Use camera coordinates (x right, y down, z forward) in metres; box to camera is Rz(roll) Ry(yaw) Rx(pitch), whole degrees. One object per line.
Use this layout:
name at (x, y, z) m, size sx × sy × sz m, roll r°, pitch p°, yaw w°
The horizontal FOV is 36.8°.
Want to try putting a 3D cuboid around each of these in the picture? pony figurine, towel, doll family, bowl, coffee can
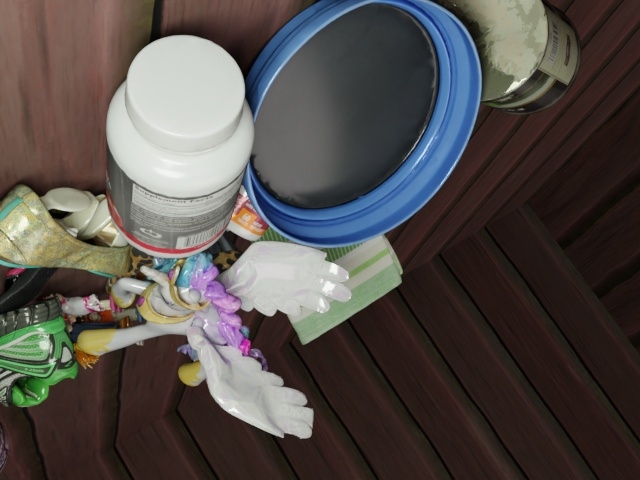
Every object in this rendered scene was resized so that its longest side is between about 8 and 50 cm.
pony figurine at (-0.168, 0.136, 1.494) m, size 0.351 × 0.303 × 0.363 m, roll 23°, pitch 153°, yaw -24°
towel at (0.000, 0.000, 1.819) m, size 0.248 × 0.325 × 0.038 m, roll -31°, pitch -159°, yaw -13°
doll family at (-0.412, 0.163, 1.701) m, size 0.163 × 0.118 × 0.263 m, roll -6°, pitch 168°, yaw 4°
bowl at (0.052, -0.173, 1.369) m, size 0.391 × 0.077 × 0.391 m, roll -20°, pitch 132°, yaw -24°
coffee can at (0.300, -0.317, 1.572) m, size 0.201 × 0.201 × 0.275 m, roll -39°, pitch 166°, yaw 21°

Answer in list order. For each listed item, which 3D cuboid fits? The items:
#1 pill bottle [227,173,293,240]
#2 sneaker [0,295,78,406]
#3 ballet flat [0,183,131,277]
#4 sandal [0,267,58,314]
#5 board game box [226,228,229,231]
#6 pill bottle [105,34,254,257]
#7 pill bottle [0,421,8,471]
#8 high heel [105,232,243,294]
pill bottle at (-0.079, -0.118, 1.459) m, size 0.221 × 0.121 × 0.121 m, roll -52°, pitch 165°, yaw 9°
sneaker at (-0.523, 0.212, 1.539) m, size 0.343 × 0.146 × 0.134 m, roll -24°, pitch 176°, yaw 36°
ballet flat at (-0.333, -0.016, 1.326) m, size 0.123 × 0.123 × 0.348 m, roll -36°, pitch 168°, yaw 11°
sandal at (-0.443, 0.053, 1.456) m, size 0.179 × 0.040 × 0.067 m, roll -42°, pitch 166°, yaw 18°
board game box at (-0.110, -0.091, 1.682) m, size 0.154 × 0.026 × 0.103 m, roll -28°, pitch 138°, yaw -26°
pill bottle at (-0.176, -0.111, 1.190) m, size 0.176 × 0.176 × 0.318 m, roll -29°, pitch 167°, yaw -22°
pill bottle at (-0.679, 0.384, 1.803) m, size 0.169 × 0.169 × 0.301 m, roll -30°, pitch 168°, yaw -18°
high heel at (-0.250, 0.071, 1.665) m, size 0.261 × 0.186 × 0.093 m, roll -38°, pitch 171°, yaw 21°
